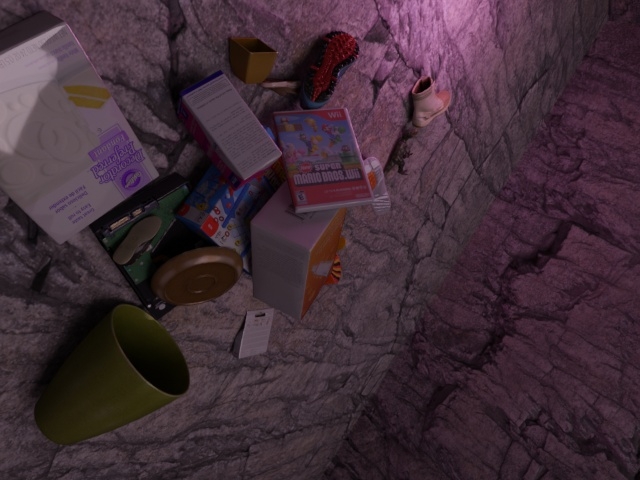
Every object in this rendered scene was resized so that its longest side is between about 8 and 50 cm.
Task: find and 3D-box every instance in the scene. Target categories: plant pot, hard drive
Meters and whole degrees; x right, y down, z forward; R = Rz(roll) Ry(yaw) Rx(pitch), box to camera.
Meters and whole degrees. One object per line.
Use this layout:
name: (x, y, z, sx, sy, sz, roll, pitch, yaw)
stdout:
plant pot: (-0.161, -0.411, 1.004, 0.081, 0.081, 0.083, -23, 147, -41)
plant pot: (-0.306, 0.101, 1.104, 0.236, 0.032, 0.236, -20, 149, -13)
hard drive: (-0.391, 0.024, 1.099, 0.237, 0.064, 0.339, -39, 145, -25)
plant pot: (-0.527, 0.352, 1.068, 0.293, 0.275, 0.275, -37, 146, -1)

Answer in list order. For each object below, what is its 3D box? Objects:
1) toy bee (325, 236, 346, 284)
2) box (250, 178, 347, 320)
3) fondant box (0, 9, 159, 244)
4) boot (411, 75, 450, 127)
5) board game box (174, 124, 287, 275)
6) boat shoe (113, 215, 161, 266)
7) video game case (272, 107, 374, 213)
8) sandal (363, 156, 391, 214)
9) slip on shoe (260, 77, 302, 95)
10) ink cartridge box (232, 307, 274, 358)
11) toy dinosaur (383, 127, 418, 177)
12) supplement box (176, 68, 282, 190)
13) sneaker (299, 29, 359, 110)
toy bee: (0.000, 0.000, 1.506, 0.162, 0.195, 0.298, -60, 146, -43)
box: (-0.063, 0.025, 1.188, 0.215, 0.168, 0.345, -56, 165, -35)
fondant box: (-0.475, -0.186, 0.772, 0.238, 0.096, 0.330, -42, 147, -21)
boot: (0.422, -0.552, 1.649, 0.213, 0.077, 0.165, -43, 143, -19)
board game box: (-0.192, -0.100, 1.159, 0.302, 0.086, 0.308, -60, 153, -15)
boat shoe: (-0.404, 0.001, 0.966, 0.133, 0.049, 0.042, -54, 176, -16)
video game case: (0.004, -0.210, 1.099, 0.204, 0.285, 0.025, -8, 159, -16)
sandal: (0.192, -0.207, 1.647, 0.102, 0.076, 0.265, -28, 131, -3)
slip on shoe: (-0.101, -0.395, 1.123, 0.135, 0.051, 0.041, -27, 134, -49)
ink cartridge box: (-0.248, 0.336, 1.605, 0.145, 0.045, 0.179, 4, 97, -53)
toy dinosaur: (0.316, -0.322, 1.729, 0.118, 0.064, 0.268, 10, 112, -48)
supplement box: (-0.202, -0.236, 0.957, 0.114, 0.220, 0.111, -41, -173, -22)
sneaker: (0.011, -0.461, 1.191, 0.262, 0.104, 0.125, -59, -170, -20)
